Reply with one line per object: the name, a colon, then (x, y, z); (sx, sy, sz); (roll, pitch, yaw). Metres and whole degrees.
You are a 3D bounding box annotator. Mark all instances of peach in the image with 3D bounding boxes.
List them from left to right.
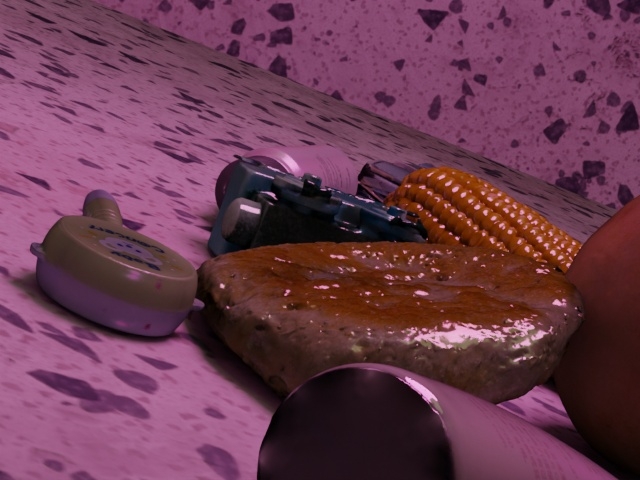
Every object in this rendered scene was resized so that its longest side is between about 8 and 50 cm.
peach: (0.332, 0.079, 1.177); (0.247, 0.292, 0.292); (-6, 28, -40)

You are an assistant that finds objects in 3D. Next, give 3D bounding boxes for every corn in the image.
corn: (0.205, 0.042, 1.466); (0.144, 0.144, 0.387); (11, 17, -48)

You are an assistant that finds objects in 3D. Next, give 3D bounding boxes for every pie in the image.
pie: (0.055, 0.056, 1.122); (0.323, 0.070, 0.323); (1, 15, 0)

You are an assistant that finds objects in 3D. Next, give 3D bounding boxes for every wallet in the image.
wallet: (0.155, -0.040, 1.951); (0.176, 0.075, 0.250); (34, 14, 19)

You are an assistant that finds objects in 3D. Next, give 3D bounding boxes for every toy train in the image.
toy train: (0.000, 0.000, 1.343); (0.203, 0.112, 0.163); (20, 5, -18)

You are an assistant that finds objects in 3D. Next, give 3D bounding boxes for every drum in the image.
drum: (-0.178, 0.001, 1.111); (0.130, 0.049, 0.253); (17, 13, -33)

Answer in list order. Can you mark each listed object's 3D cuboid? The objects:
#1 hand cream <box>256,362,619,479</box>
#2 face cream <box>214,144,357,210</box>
hand cream: (0.096, 0.148, 0.874); (0.185, 0.118, 0.359); (24, 2, 32)
face cream: (-0.040, -0.057, 1.566); (0.092, 0.092, 0.311); (26, 10, 12)
